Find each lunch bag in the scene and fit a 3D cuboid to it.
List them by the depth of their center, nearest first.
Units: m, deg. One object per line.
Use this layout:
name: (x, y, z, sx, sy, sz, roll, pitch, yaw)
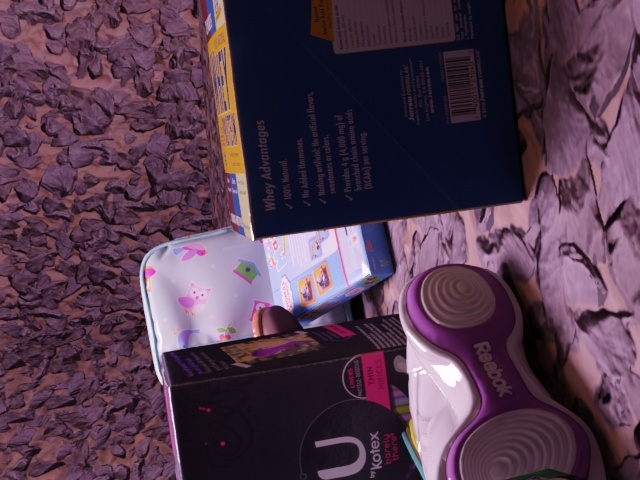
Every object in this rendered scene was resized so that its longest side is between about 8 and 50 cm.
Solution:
lunch bag: (-0.088, 0.093, 1.426, 0.108, 0.279, 0.224, 79, 180, -72)

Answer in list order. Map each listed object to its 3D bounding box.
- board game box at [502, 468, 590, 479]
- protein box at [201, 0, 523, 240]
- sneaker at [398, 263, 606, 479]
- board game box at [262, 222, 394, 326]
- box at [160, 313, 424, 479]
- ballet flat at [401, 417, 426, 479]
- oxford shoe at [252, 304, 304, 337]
board game box: (0.186, 0.294, 0.549, 0.213, 0.046, 0.318, 1, 99, 62)
protein box: (0.026, -0.114, 0.818, 0.136, 0.201, 0.200, -160, 62, -79)
sneaker: (0.130, 0.157, 0.783, 0.305, 0.114, 0.152, -97, -1, -50)
board game box: (0.000, 0.000, 1.292, 0.211, 0.039, 0.160, -34, 62, 51)
box: (-0.012, 0.181, 1.068, 0.143, 0.270, 0.165, -146, 48, -77)
ballet flat: (0.128, 0.215, 0.877, 0.077, 0.077, 0.231, 55, -170, -34)
oxford shoe: (0.021, 0.169, 1.247, 0.098, 0.097, 0.271, -47, 68, 24)
